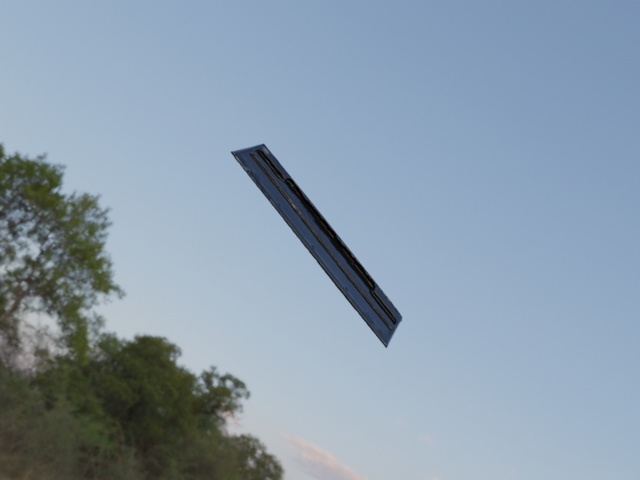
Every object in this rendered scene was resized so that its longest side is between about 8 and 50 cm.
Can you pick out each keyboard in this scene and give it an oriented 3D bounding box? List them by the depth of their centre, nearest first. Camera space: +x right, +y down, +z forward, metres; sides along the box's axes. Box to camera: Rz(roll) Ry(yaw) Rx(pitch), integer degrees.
[{"bbox_3d":[0.000,0.000,0.549,0.010,0.063,0.198,-39,-91,24],"label":"keyboard"}]
